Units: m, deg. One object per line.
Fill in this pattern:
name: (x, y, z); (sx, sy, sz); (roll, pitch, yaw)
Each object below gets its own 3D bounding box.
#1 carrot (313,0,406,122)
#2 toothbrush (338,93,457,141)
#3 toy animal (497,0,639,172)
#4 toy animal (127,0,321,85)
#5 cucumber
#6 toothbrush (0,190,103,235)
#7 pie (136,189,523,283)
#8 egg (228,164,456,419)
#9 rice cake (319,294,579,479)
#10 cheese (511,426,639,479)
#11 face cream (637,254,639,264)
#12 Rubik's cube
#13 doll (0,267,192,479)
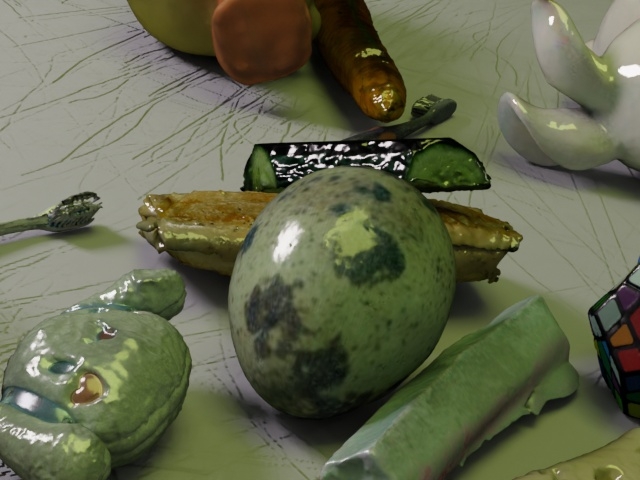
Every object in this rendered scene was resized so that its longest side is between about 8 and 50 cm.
carrot: (0.036, -0.169, 1.591); (0.066, 0.066, 0.314); (7, 24, -13)
toothbrush: (0.042, -0.087, 1.481); (0.031, 0.023, 0.321); (17, 23, 25)
toy animal: (0.319, -0.155, 1.585); (0.247, 0.183, 0.310); (15, 30, 16)
toy animal: (-0.096, -0.275, 1.614); (0.191, 0.216, 0.338); (-14, 23, 5)
cucumber: (0.014, -0.054, 1.269); (0.220, 0.046, 0.070); (-1, 4, 33)
toothbrush: (-0.267, 0.001, 1.148); (0.288, 0.026, 0.024); (-13, 77, -42)
pie: (0.000, 0.000, 1.221); (0.282, 0.068, 0.128); (5, 10, -18)
egg: (0.012, 0.034, 1.076); (0.141, 0.141, 0.182); (19, 49, 13)
rice cake: (0.091, 0.112, 1.070); (0.081, 0.051, 0.290); (52, 33, 3)
cheese: (0.159, 0.157, 1.008); (0.194, 0.043, 0.065); (-11, 39, -44)
face cream: (0.358, 0.067, 1.238); (0.149, 0.083, 0.264); (-13, 35, -42)
Rubik's cube: (0.247, 0.064, 1.157); (0.133, 0.112, 0.133); (10, 24, -5)
doll: (-0.131, 0.083, 0.992); (0.103, 0.071, 0.214); (5, 32, 12)
